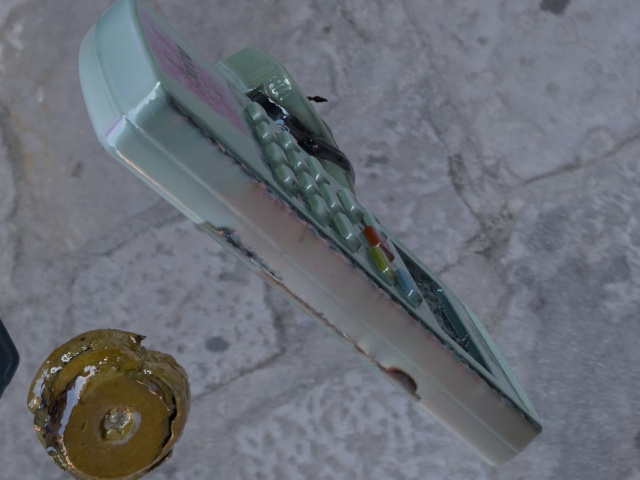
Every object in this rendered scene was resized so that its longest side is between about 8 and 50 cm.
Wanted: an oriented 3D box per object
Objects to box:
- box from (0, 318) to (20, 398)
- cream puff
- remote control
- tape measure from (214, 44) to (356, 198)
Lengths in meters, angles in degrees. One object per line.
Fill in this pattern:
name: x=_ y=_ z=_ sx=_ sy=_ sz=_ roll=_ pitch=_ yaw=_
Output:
box: x=-0.176 y=0.061 z=0.473 sx=0.054 sy=0.074 sz=0.099 roll=-4 pitch=40 yaw=16
cream puff: x=-0.161 y=0.129 z=0.846 sx=0.104 sy=0.119 sz=0.133 roll=-132 pitch=29 yaw=-54
remote control: x=0.001 y=-0.001 z=0.632 sx=0.050 sy=0.344 sz=0.145 roll=-41 pitch=34 yaw=11
tape measure: x=-0.028 y=-0.087 z=1.176 sx=0.115 sy=0.235 sz=0.207 roll=-34 pitch=26 yaw=-6
